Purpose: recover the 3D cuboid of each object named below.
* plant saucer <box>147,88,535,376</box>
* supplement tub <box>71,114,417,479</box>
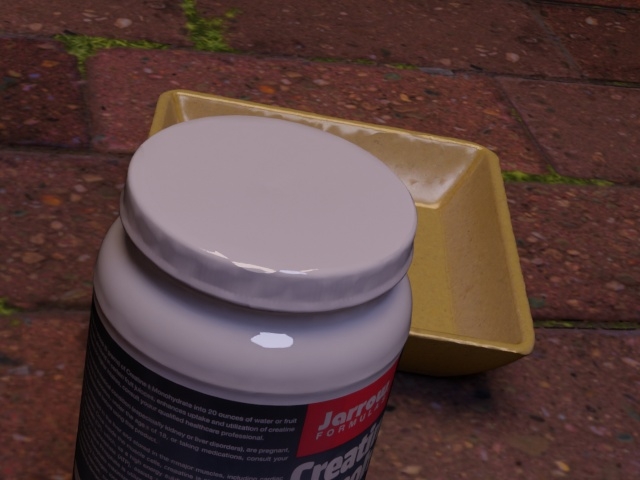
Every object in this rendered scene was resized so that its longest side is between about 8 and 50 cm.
[{"bbox_3d":[0.000,0.000,1.103,0.332,0.081,0.333,10,33,-5],"label":"plant saucer"},{"bbox_3d":[-0.051,0.081,0.783,0.191,0.272,0.191,9,33,-6],"label":"supplement tub"}]
